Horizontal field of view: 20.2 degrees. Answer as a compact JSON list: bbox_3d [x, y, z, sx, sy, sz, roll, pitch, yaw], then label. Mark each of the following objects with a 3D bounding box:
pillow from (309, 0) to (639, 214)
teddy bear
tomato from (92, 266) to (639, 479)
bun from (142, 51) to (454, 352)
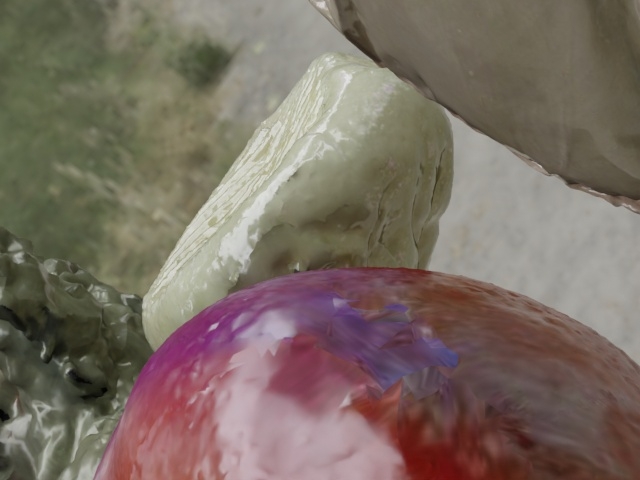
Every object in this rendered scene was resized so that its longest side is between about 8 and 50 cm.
[{"bbox_3d":[0.036,-0.125,0.566,0.173,0.270,0.067,32,68,35],"label":"pillow"},{"bbox_3d":[-0.145,0.158,1.102,0.224,0.357,0.367,-29,19,-17],"label":"teddy bear"},{"bbox_3d":[0.057,0.106,0.820,0.289,0.335,0.176,-23,-44,-33],"label":"tomato"},{"bbox_3d":[0.000,0.000,1.055,0.231,0.133,0.231,-50,9,11],"label":"bun"}]
